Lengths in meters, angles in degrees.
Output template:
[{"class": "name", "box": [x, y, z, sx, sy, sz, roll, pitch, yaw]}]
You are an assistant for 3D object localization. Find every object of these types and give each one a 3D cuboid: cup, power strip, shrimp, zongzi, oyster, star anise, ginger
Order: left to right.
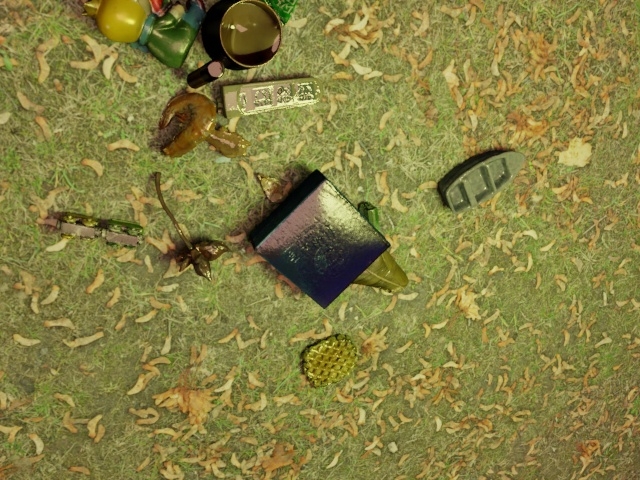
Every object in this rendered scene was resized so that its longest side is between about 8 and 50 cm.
[{"class": "shrimp", "box": [-0.328, -0.275, 1.343, 0.187, 0.132, 0.051, -40, 159, 12]}, {"class": "star anise", "box": [-0.327, -0.038, 1.400, 0.148, 0.218, 0.227, -28, 137, -18]}, {"class": "ginger", "box": [-0.253, -0.265, 1.390, 0.173, 0.051, 0.069, 37, 100, -27]}, {"class": "cup", "box": [-0.189, -0.437, 1.283, 0.166, 0.177, 0.239, 17, 102, -26]}, {"class": "oyster", "box": [-0.131, -0.146, 1.490, 0.051, 0.034, 0.093, -18, 126, 3]}, {"class": "power strip", "box": [-0.121, -0.364, 1.410, 0.286, 0.048, 0.080, -12, 113, -18]}, {"class": "zongzi", "box": [0.142, 0.122, 1.661, 0.204, 0.094, 0.205, -38, 120, 7]}]

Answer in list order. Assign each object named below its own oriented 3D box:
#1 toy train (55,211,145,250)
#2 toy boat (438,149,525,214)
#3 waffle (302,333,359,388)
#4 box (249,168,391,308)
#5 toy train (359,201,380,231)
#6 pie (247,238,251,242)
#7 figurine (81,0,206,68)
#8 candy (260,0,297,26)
[{"class": "toy train", "box": [-0.530, -0.024, 1.357, 0.202, 0.081, 0.060, 11, 103, -17]}, {"class": "toy boat", "box": [0.489, -0.190, 1.685, 0.283, 0.078, 0.127, -32, 116, -8]}, {"class": "waffle", "box": [0.033, 0.376, 1.735, 0.183, 0.036, 0.169, -21, 117, -11]}, {"class": "box", "box": [0.000, 0.000, 1.501, 0.261, 0.116, 0.279, -44, 116, 6]}, {"class": "toy train", "box": [0.142, -0.063, 1.608, 0.038, 0.056, 0.093, -19, 117, -19]}, {"class": "pie", "box": [-0.104, -0.021, 1.544, 0.191, 0.033, 0.088, -27, 123, -4]}, {"class": "figurine", "box": [-0.383, -0.501, 1.226, 0.234, 0.127, 0.185, 26, 87, -13]}, {"class": "candy", "box": [-0.069, -0.624, 1.322, 0.203, 0.078, 0.141, -39, 107, 9]}]
